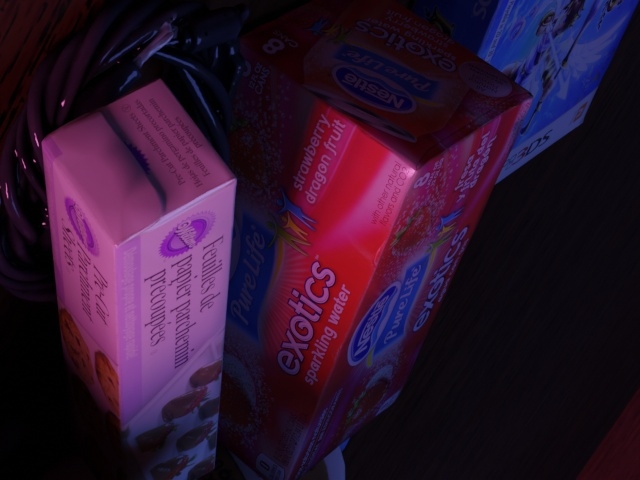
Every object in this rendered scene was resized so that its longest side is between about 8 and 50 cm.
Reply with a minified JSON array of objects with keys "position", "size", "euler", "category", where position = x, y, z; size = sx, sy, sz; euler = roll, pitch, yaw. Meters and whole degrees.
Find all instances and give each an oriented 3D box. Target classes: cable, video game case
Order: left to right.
[{"position":[-0.100,-0.032,0.848],"size":[0.150,0.047,0.184],"euler":[-26,149,-52],"category":"cable"},{"position":[0.140,-0.151,1.173],"size":[0.244,0.061,0.269],"euler":[-35,154,-44],"category":"video game case"}]

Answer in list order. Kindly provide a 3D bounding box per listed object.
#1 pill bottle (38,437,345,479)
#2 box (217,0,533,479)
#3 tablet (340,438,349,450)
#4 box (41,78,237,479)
[{"position":[-0.101,0.173,1.075],"size":[0.229,0.131,0.131],"euler":[-31,152,-44],"category":"pill bottle"},{"position":[0.000,0.000,1.009],"size":[0.122,0.128,0.257],"euler":[-32,153,-45],"category":"box"},{"position":[0.005,0.175,1.519],"size":[0.083,0.006,0.054],"euler":[-28,149,-52],"category":"tablet"},{"position":[-0.089,0.044,0.876],"size":[0.063,0.067,0.324],"euler":[-30,158,-20],"category":"box"}]
